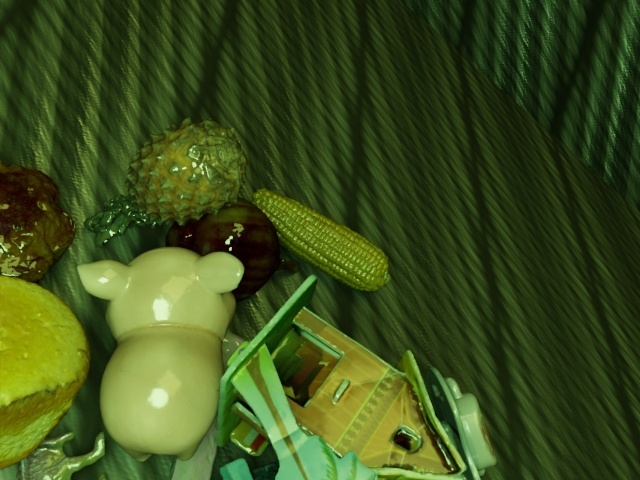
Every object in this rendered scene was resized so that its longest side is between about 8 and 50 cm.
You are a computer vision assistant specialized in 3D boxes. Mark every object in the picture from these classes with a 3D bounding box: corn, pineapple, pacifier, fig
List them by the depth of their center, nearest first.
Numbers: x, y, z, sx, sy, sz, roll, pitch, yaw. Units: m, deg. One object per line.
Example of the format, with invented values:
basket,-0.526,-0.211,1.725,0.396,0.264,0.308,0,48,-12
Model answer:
pineapple,-0.286,-0.085,1.018,0.175,0.361,0.175,32,47,-43
pacifier,0.219,0.394,1.152,0.207,0.227,0.278,-17,86,-7
fig,-0.139,0.022,1.167,0.321,0.217,0.216,10,50,-52
corn,0.000,0.000,1.311,0.363,0.120,0.120,32,45,-10

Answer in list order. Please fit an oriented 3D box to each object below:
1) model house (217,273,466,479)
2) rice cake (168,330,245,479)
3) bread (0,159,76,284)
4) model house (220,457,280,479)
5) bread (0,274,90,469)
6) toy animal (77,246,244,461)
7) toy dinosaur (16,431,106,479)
model house,-0.001,0.301,0.810,0.324,0.300,0.340,33,55,13
rice cake,-0.196,0.302,0.990,0.073,0.056,0.364,24,46,-15
bread,-0.524,-0.028,0.960,0.247,0.135,0.232,40,44,-1
model house,-0.020,0.422,0.900,0.261,0.226,0.241,-5,55,-39
bread,-0.443,0.163,0.791,0.268,0.145,0.268,31,31,-21
toy animal,-0.235,0.158,0.897,0.237,0.269,0.326,0,27,-8
toy dinosaur,-0.400,0.349,0.818,0.200,0.072,0.251,1,65,-24
